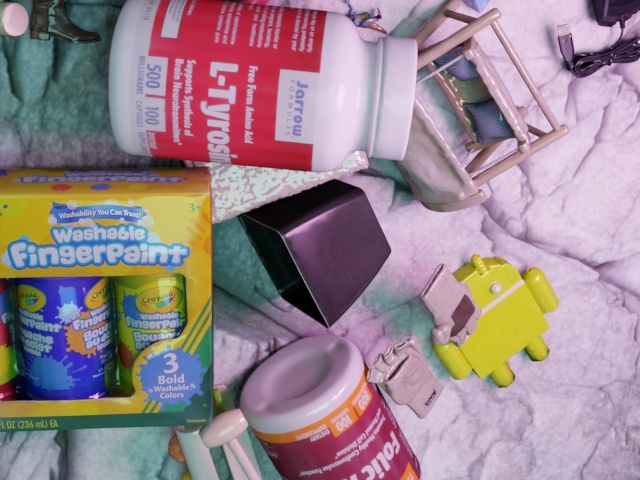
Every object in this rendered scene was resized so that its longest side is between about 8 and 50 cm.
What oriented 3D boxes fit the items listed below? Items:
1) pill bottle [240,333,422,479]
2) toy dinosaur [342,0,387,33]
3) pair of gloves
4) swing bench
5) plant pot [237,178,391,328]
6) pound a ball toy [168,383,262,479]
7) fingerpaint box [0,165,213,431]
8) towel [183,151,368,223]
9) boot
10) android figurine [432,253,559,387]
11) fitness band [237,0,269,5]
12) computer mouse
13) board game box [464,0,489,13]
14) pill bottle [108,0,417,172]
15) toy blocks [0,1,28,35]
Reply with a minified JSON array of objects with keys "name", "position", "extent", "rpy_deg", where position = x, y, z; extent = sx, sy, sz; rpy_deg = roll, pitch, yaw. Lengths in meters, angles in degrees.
[{"name":"pill bottle","position":[0.042,0.377,1.697],"extent":[0.224,0.224,0.392],"rpy_deg":[-30,115,-6]},{"name":"toy dinosaur","position":[0.057,-0.345,1.551],"extent":[0.082,0.047,0.090],"rpy_deg":[-18,125,9]},{"name":"pair of gloves","position":[0.183,0.170,1.663],"extent":[0.240,0.042,0.204],"rpy_deg":[-60,141,-7]},{"name":"swing bench","position":[0.213,-0.208,1.580],"extent":[0.254,0.165,0.253],"rpy_deg":[-39,116,-1]},{"name":"plant pot","position":[0.000,0.000,1.585],"extent":[0.167,0.188,0.187],"rpy_deg":[-34,115,-17]},{"name":"pound a ball toy","position":[-0.170,0.396,1.644],"extent":[0.135,0.208,0.319],"rpy_deg":[-19,114,-11]},{"name":"fingerpaint box","position":[-0.381,0.086,1.452],"extent":[0.444,0.163,0.371],"rpy_deg":[0,109,-7]},{"name":"towel","position":[-0.080,-0.154,1.538],"extent":[0.282,0.049,0.187],"rpy_deg":[-20,98,-3]},{"name":"boot","position":[-0.368,-0.345,1.418],"extent":[0.106,0.037,0.114],"rpy_deg":[1,104,-20]},{"name":"android figurine","position":[0.316,0.143,1.798],"extent":[0.248,0.056,0.273],"rpy_deg":[-35,117,-3]},{"name":"fitness band","position":[-0.194,-0.436,1.434],"extent":[0.290,0.054,0.209],"rpy_deg":[25,102,-23]},{"name":"computer mouse","position":[0.467,-0.407,1.653],"extent":[0.184,0.060,0.262],"rpy_deg":[-23,126,-13]},{"name":"board game box","position":[0.292,-0.473,1.526],"extent":[0.039,0.160,0.211],"rpy_deg":[39,94,18]},{"name":"pill bottle","position":[-0.076,-0.217,1.386],"extent":[0.407,0.229,0.229],"rpy_deg":[5,108,1]},{"name":"toy blocks","position":[-0.497,-0.453,1.260],"extent":[0.288,0.260,0.309],"rpy_deg":[40,67,-53]}]
